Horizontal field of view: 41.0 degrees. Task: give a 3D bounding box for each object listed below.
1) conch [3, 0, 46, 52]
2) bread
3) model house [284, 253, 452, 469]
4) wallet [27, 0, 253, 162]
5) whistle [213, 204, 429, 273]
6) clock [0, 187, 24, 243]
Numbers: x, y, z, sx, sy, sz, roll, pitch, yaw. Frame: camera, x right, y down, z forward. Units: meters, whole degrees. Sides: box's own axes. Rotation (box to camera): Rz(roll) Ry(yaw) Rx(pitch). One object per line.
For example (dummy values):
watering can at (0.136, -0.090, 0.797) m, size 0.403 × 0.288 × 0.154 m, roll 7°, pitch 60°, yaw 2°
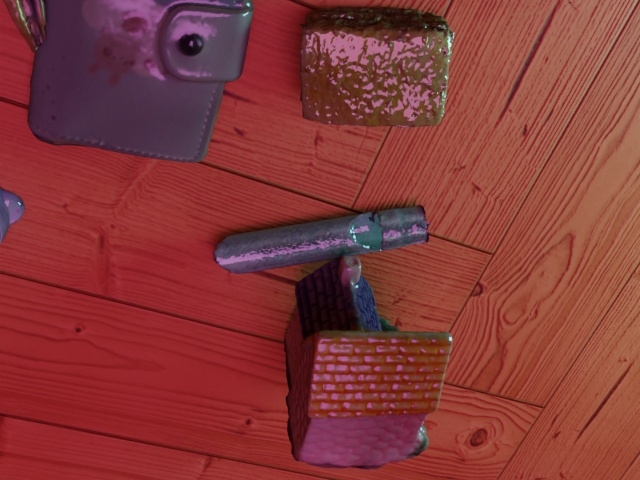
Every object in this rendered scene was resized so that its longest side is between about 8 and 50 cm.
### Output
conch at (-0.384, -0.364, 0.936) m, size 0.093 × 0.109 × 0.330 m, roll 8°, pitch 131°, yaw 27°
bread at (0.066, -0.224, 1.099) m, size 0.196 × 0.102 × 0.138 m, roll -2°, pitch 117°, yaw -7°
model house at (0.065, 0.159, 1.205) m, size 0.202 × 0.237 × 0.237 m, roll 5°, pitch 137°, yaw -10°
wallet at (-0.210, -0.265, 1.035) m, size 0.252 × 0.083 × 0.360 m, roll 11°, pitch 118°, yaw -11°
whistle at (0.000, 0.000, 1.237) m, size 0.312 × 0.062 × 0.062 m, roll -9°, pitch 120°, yaw -6°
clock at (-0.469, -0.046, 1.120) m, size 0.110 × 0.050 × 0.152 m, roll -34°, pitch 120°, yaw 8°
